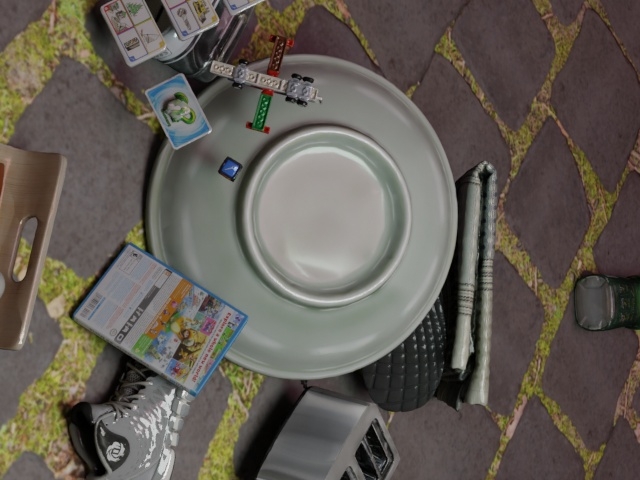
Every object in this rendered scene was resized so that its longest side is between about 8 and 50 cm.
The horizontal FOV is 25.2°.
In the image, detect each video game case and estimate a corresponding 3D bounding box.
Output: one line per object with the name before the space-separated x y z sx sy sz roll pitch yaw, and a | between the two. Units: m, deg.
video game case | -0.181 0.089 1.633 0.166 0.015 0.119 32 57 3

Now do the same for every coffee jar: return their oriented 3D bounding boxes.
coffee jar | 0.508 0.105 2.419 0.184 0.079 0.096 3 83 -47

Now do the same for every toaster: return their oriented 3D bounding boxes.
toaster | 0.007 0.288 1.809 0.168 0.110 0.186 -58 141 -33

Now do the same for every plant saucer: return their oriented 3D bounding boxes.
plant saucer | -0.005 -0.029 1.717 0.400 0.100 0.401 0 90 -18

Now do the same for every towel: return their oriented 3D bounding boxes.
towel | 0.188 0.071 1.967 0.056 0.312 0.324 3 85 -3

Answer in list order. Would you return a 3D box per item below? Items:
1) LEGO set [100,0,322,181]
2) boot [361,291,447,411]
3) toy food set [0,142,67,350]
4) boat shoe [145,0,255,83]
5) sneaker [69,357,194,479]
LEGO set | -0.115 -0.195 1.638 0.182 0.060 0.244 -27 88 -4
boot | 0.130 0.047 1.953 0.223 0.118 0.338 -44 137 -73
toy food set | -0.400 -0.032 1.416 0.306 0.092 0.220 25 70 -45
boat shoe | -0.111 -0.346 1.742 0.119 0.121 0.335 40 73 -45
sneaker | -0.215 0.174 1.618 0.132 0.086 0.229 20 74 -43
